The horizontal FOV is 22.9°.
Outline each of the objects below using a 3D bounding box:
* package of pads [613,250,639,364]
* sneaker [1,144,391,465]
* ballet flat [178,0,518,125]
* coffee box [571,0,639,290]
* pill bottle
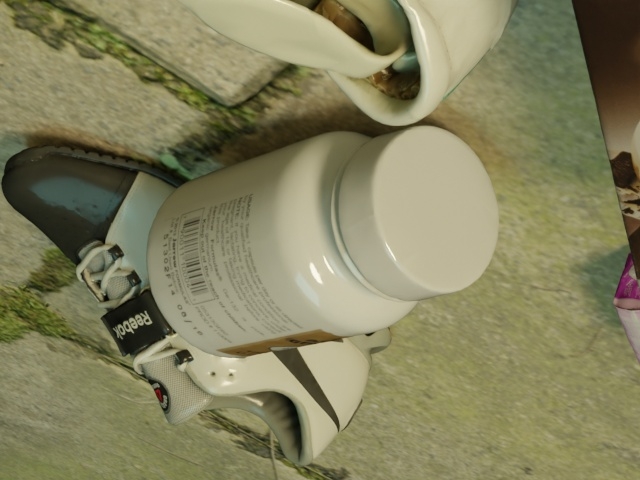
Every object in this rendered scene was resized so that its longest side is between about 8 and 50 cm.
[{"bbox_3d":[0.217,0.046,1.025,0.032,0.050,0.083,5,148,31],"label":"package of pads"},{"bbox_3d":[-0.107,0.054,1.188,0.330,0.146,0.122,32,153,-13],"label":"sneaker"},{"bbox_3d":[-0.070,-0.191,0.742,0.400,0.139,0.139,34,150,-20],"label":"ballet flat"},{"bbox_3d":[0.219,-0.086,0.718,0.168,0.119,0.297,9,150,26],"label":"coffee box"},{"bbox_3d":[0.000,0.000,1.022,0.131,0.131,0.229,38,149,-26],"label":"pill bottle"}]
